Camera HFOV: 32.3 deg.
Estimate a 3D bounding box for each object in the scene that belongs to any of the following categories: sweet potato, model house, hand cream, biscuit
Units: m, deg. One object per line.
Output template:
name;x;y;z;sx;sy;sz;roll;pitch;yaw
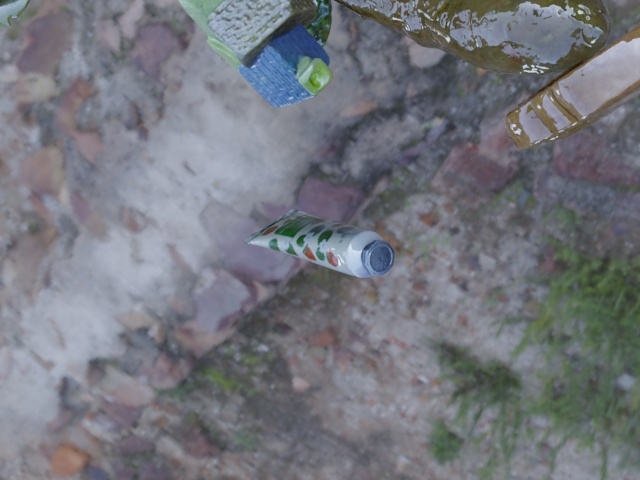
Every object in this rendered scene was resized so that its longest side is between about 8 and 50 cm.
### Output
sweet potato;0.171;-0.275;1.317;0.423;0.130;0.130;22;143;41
model house;-0.055;-0.297;1.538;0.214;0.195;0.189;50;-175;-37
hand cream;0.000;0.000;1.454;0.276;0.095;0.059;16;133;56
biscuit;0.212;-0.121;0.782;0.186;0.295;0.044;-36;90;21

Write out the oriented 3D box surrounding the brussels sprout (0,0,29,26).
brussels sprout;-0.638;-0.615;1.929;0.343;0.361;0.425;11;134;-39
